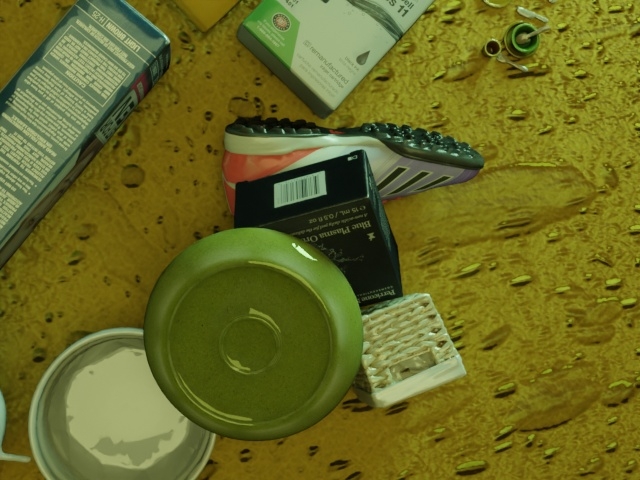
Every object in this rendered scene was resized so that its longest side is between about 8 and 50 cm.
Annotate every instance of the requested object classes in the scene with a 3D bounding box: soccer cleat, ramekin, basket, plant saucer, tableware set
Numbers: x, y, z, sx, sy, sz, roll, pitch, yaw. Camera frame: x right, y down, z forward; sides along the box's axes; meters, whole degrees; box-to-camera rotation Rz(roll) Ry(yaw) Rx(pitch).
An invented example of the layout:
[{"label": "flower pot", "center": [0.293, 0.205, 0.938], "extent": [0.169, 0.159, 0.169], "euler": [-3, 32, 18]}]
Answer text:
[{"label": "soccer cleat", "center": [0.039, -0.080, 1.107], "extent": [0.318, 0.109, 0.117], "euler": [2, 109, -9]}, {"label": "ramekin", "center": [-0.224, 0.201, 1.054], "extent": [0.207, 0.109, 0.207], "euler": [0, 89, -9]}, {"label": "basket", "center": [0.086, 0.125, 1.073], "extent": [0.113, 0.167, 0.103], "euler": [-20, 88, -8]}, {"label": "plant saucer", "center": [-0.074, 0.108, 0.972], "extent": [0.240, 0.037, 0.241], "euler": [1, 101, 3]}, {"label": "tableware set", "center": [0.250, -0.302, 1.167], "extent": [0.104, 0.024, 0.154], "euler": [22, 87, -7]}]

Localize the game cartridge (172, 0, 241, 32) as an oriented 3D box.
[{"label": "game cartridge", "center": [-0.141, -0.449, 1.025], "extent": [0.285, 0.053, 0.324], "euler": [-42, 113, 8]}]

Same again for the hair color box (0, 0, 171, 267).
[{"label": "hair color box", "center": [-0.313, -0.107, 1.009], "extent": [0.105, 0.174, 0.347], "euler": [40, 85, -8]}]

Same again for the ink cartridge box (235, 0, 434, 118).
[{"label": "ink cartridge box", "center": [0.024, -0.276, 1.102], "extent": [0.153, 0.087, 0.208], "euler": [42, 83, -7]}]

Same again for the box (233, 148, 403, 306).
[{"label": "box", "center": [0.000, 0.000, 1.041], "extent": [0.155, 0.093, 0.158], "euler": [-15, 130, 10]}]

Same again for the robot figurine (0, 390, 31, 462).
[{"label": "robot figurine", "center": [-0.486, 0.166, 0.969], "extent": [0.353, 0.200, 0.300], "euler": [42, 98, -6]}]
